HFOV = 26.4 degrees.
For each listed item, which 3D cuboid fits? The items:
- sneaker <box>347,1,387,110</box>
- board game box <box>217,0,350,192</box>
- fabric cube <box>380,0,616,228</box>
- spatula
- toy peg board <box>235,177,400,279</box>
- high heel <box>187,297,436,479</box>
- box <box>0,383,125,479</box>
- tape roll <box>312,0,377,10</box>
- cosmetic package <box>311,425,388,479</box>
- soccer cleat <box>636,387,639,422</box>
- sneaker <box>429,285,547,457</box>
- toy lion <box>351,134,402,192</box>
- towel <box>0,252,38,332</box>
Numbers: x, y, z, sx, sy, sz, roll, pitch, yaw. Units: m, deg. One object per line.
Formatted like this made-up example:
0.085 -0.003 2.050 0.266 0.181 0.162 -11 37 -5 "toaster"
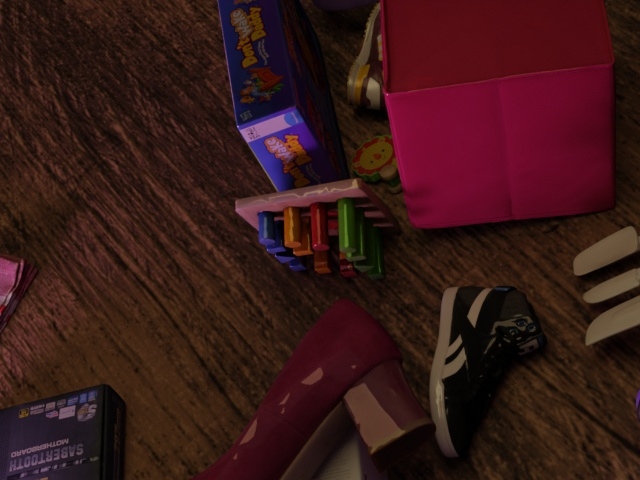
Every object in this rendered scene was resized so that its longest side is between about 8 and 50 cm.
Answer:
0.096 -0.251 1.869 0.084 0.069 0.185 13 60 11 "sneaker"
-0.050 -0.213 1.788 0.078 0.233 0.347 -19 50 10 "board game box"
0.209 -0.196 1.621 0.259 0.258 0.254 -6 55 9 "fabric cube"
0.393 0.016 1.506 0.242 0.019 0.168 -28 25 22 "spatula"
0.000 0.000 1.669 0.161 0.161 0.079 -10 67 18 "toy peg board"
-0.079 0.211 1.411 0.377 0.127 0.181 -25 58 -12 "high heel"
-0.356 0.289 1.673 0.233 0.059 0.183 -15 53 15 "box"
0.061 -0.410 1.945 0.189 0.080 0.189 -19 31 12 "tape roll"
0.024 0.273 1.478 0.086 0.117 0.231 -14 53 14 "cosmetic package"
0.447 0.088 1.440 0.318 0.108 0.116 -37 36 -6 "soccer cleat"
0.192 0.137 1.524 0.121 0.079 0.216 -8 52 21 "sneaker"
0.092 -0.111 1.786 0.100 0.034 0.096 -40 42 -8 "toy lion"
-0.562 0.144 1.889 0.237 0.037 0.329 10 61 31 "towel"
